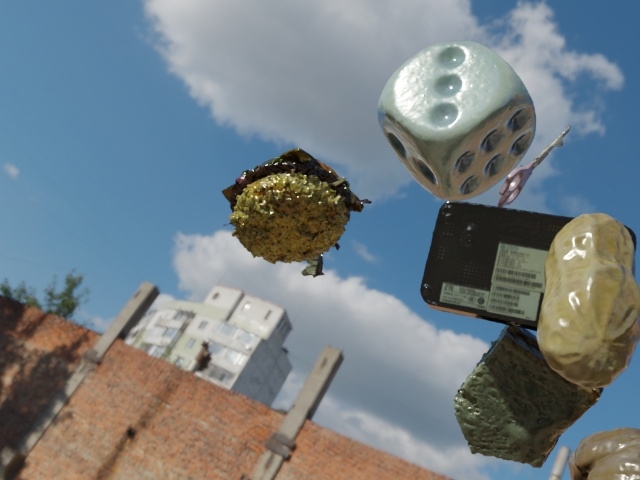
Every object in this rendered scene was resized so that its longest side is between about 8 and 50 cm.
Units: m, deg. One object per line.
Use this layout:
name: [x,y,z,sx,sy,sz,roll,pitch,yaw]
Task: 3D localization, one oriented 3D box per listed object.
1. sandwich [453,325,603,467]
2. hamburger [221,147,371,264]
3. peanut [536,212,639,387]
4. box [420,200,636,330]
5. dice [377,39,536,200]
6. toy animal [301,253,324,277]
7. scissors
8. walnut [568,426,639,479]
sandwich: [0.470,0.390,1.638,0.262,0.131,0.325,35,-66,16]
hamburger: [-0.047,-0.052,1.273,0.262,0.138,0.243,-33,-48,28]
peanut: [0.416,0.078,1.048,0.152,0.313,0.152,13,-45,14]
box: [0.369,0.051,1.233,0.350,0.211,0.058,9,-13,21]
dice: [0.307,-0.269,1.559,0.262,0.268,0.264,52,-4,34]
toy animal: [-0.001,-0.002,2.050,0.176,0.217,0.073,45,-13,24]
scissors: [0.419,-0.148,1.326,0.021,0.212,0.110,43,-10,25]
walnut: [0.437,0.342,0.887,0.230,0.178,0.178,25,-26,-12]
